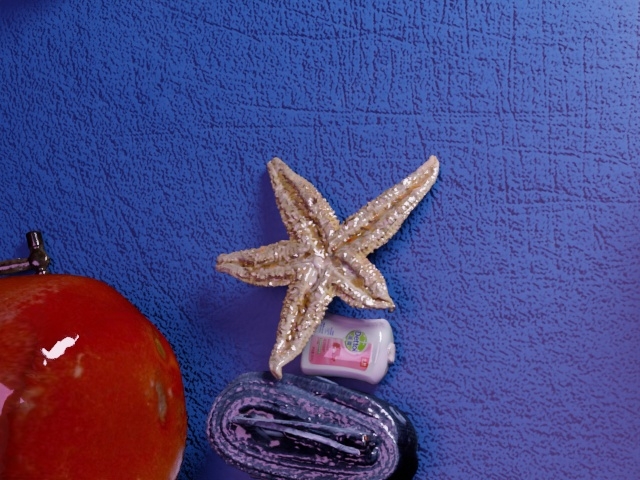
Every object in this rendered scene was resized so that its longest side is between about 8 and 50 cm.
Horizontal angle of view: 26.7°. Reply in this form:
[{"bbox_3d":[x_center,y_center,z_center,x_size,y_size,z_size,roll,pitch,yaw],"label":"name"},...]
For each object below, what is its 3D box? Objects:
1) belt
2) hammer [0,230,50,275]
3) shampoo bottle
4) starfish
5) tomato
[{"bbox_3d":[-0.012,0.200,1.391,0.218,0.128,0.122,11,81,22],"label":"belt"},{"bbox_3d":[-0.408,0.034,1.590,0.178,0.021,0.065,-11,74,-2],"label":"hammer"},{"bbox_3d":[0.033,0.114,1.433,0.099,0.043,0.072,7,80,21],"label":"shampoo bottle"},{"bbox_3d":[-0.002,-0.003,1.440,0.231,0.048,0.295,33,80,31],"label":"starfish"},{"bbox_3d":[-0.311,0.192,1.418,0.293,0.290,0.325,8,88,26],"label":"tomato"}]
